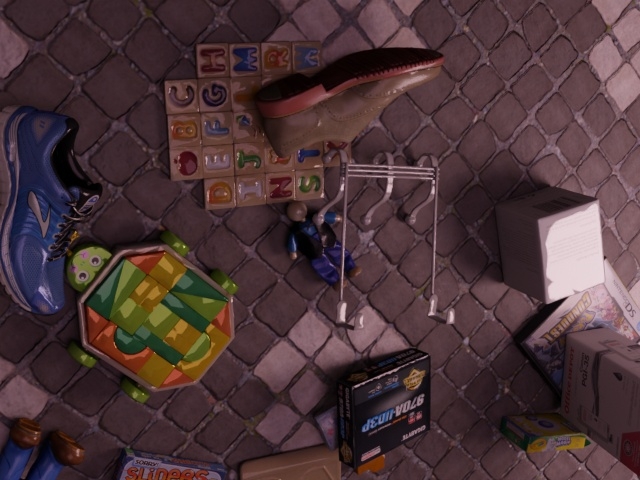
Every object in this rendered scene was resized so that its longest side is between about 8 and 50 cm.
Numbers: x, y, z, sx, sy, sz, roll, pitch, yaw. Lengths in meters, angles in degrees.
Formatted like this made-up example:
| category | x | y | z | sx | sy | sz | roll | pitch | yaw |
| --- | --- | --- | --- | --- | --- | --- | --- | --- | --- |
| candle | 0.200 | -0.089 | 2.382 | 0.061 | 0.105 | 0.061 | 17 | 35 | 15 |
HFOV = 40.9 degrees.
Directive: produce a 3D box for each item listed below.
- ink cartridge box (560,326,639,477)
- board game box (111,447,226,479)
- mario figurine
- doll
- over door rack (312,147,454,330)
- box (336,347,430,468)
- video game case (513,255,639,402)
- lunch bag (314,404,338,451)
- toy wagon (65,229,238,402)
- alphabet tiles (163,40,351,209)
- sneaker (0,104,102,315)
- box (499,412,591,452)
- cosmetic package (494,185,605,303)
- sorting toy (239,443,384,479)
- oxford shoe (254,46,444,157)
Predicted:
| category | x | y | z | sx | sy | sz | roll | pitch | yaw |
| --- | --- | --- | --- | --- | --- | --- | --- | --- | --- |
| ink cartridge box | 0.629 | 0.329 | 1.785 | 0.117 | 0.283 | 0.207 | -5 | 106 | -18 |
| board game box | -0.290 | 0.467 | 1.591 | 0.201 | 0.035 | 0.136 | 17 | 97 | -27 |
| mario figurine | -0.513 | 0.471 | 1.414 | 0.198 | 0.170 | 0.321 | 26 | 84 | 7 |
| doll | 0.000 | 0.000 | 1.587 | 0.129 | 0.046 | 0.189 | -42 | 113 | -8 |
| over door rack | 0.112 | 0.000 | 1.567 | 0.239 | 0.108 | 0.324 | -1 | 84 | -34 |
| box | 0.127 | 0.327 | 1.696 | 0.220 | 0.051 | 0.175 | -14 | 110 | -39 |
| video game case | 0.589 | 0.208 | 1.911 | 0.275 | 0.035 | 0.248 | -44 | 117 | -8 |
| lunch bag | 0.030 | 0.361 | 1.696 | 0.071 | 0.053 | 0.083 | -30 | 125 | -14 |
| toy wagon | -0.312 | 0.111 | 1.467 | 0.344 | 0.068 | 0.267 | 41 | 85 | -27 |
| alphabet tiles | -0.102 | -0.203 | 1.507 | 0.342 | 0.011 | 0.285 | -7 | 107 | -22 |
| sneaker | -0.417 | -0.040 | 1.323 | 0.147 | 0.130 | 0.330 | 2 | 105 | 5 |
| box | 0.500 | 0.422 | 1.890 | 0.179 | 0.105 | 0.043 | 4 | 103 | -25 |
| cosmetic package | 0.463 | 0.006 | 1.735 | 0.151 | 0.151 | 0.184 | -16 | 110 | -19 |
| sorting toy | -0.016 | 0.524 | 1.731 | 0.307 | 0.041 | 0.229 | -6 | 102 | -22 |
| oxford shoe | 0.058 | -0.247 | 1.506 | 0.348 | 0.123 | 0.130 | -19 | 120 | -10 |
